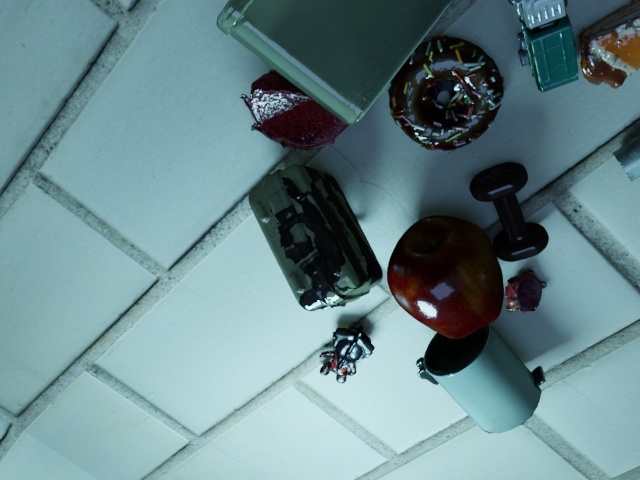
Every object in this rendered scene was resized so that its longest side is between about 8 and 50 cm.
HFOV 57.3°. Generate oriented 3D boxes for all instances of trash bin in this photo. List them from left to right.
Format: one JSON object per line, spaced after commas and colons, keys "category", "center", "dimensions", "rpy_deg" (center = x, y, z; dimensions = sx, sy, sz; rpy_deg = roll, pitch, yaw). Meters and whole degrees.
{"category": "trash bin", "center": [0.453, 0.373, 1.644], "dimensions": [0.277, 0.217, 0.262], "rpy_deg": [-34, 110, 23]}

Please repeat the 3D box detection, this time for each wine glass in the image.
{"category": "wine glass", "center": [0.777, -0.228, 1.312], "dimensions": [0.222, 0.103, 0.103], "rpy_deg": [-34, 110, 25]}

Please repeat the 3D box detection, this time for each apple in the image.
{"category": "apple", "center": [0.314, 0.090, 1.465], "dimensions": [0.288, 0.288, 0.317], "rpy_deg": [-24, 130, 21]}

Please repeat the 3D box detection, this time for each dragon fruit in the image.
{"category": "dragon fruit", "center": [-0.055, -0.306, 1.388], "dimensions": [0.273, 0.126, 0.161], "rpy_deg": [3, 130, -9]}
{"category": "dragon fruit", "center": [0.536, 0.137, 1.575], "dimensions": [0.112, 0.126, 0.068], "rpy_deg": [46, 159, -24]}

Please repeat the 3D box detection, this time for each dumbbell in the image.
{"category": "dumbbell", "center": [0.464, -0.069, 1.439], "dimensions": [0.140, 0.124, 0.225], "rpy_deg": [-18, 116, 19]}

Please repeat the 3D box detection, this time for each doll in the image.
{"category": "doll", "center": [0.077, 0.334, 1.766], "dimensions": [0.127, 0.088, 0.249], "rpy_deg": [5, 133, -18]}

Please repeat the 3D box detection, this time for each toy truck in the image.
{"category": "toy truck", "center": [0.470, -0.426, 1.217], "dimensions": [0.114, 0.124, 0.253], "rpy_deg": [-18, 135, 17]}

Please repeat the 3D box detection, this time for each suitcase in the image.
{"category": "suitcase", "center": [0.000, 0.000, 1.439], "dimensions": [0.194, 0.339, 0.352], "rpy_deg": [-30, 79, 20]}

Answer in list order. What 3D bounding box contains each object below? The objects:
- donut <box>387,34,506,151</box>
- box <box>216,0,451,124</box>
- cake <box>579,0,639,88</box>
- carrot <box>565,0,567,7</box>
{"category": "donut", "center": [0.284, -0.326, 1.332], "dimensions": [0.269, 0.103, 0.270], "rpy_deg": [3, 122, 6]}
{"category": "box", "center": [0.028, -0.471, 1.189], "dimensions": [0.343, 0.177, 0.352], "rpy_deg": [37, 94, -15]}
{"category": "cake", "center": [0.652, -0.448, 1.202], "dimensions": [0.135, 0.098, 0.287], "rpy_deg": [36, 120, -12]}
{"category": "carrot", "center": [0.474, -0.508, 1.236], "dimensions": [0.093, 0.032, 0.032], "rpy_deg": [12, 121, -3]}
